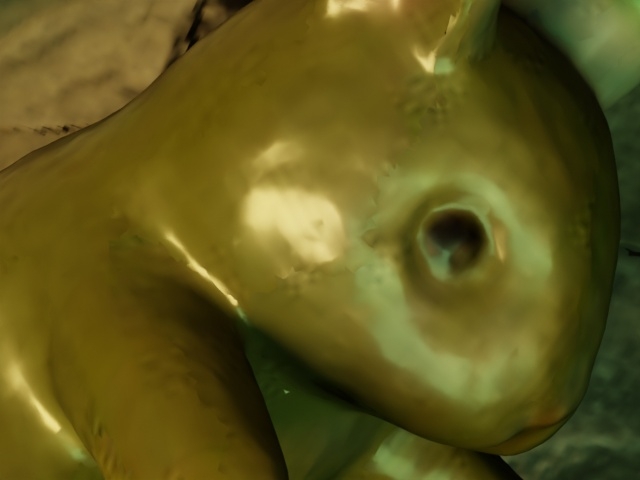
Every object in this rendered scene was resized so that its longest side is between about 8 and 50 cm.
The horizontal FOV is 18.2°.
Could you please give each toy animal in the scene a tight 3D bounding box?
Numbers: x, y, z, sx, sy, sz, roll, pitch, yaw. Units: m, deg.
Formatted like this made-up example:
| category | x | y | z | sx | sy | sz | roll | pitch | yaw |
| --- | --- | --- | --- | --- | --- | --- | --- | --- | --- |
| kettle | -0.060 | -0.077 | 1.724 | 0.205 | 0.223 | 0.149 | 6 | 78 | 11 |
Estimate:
| category | x | y | z | sx | sy | sz | roll | pitch | yaw |
| --- | --- | --- | --- | --- | --- | --- | --- | --- | --- |
| toy animal | 0.003 | 0.019 | 0.542 | 0.363 | 0.180 | 0.181 | -36 | 156 | 20 |
